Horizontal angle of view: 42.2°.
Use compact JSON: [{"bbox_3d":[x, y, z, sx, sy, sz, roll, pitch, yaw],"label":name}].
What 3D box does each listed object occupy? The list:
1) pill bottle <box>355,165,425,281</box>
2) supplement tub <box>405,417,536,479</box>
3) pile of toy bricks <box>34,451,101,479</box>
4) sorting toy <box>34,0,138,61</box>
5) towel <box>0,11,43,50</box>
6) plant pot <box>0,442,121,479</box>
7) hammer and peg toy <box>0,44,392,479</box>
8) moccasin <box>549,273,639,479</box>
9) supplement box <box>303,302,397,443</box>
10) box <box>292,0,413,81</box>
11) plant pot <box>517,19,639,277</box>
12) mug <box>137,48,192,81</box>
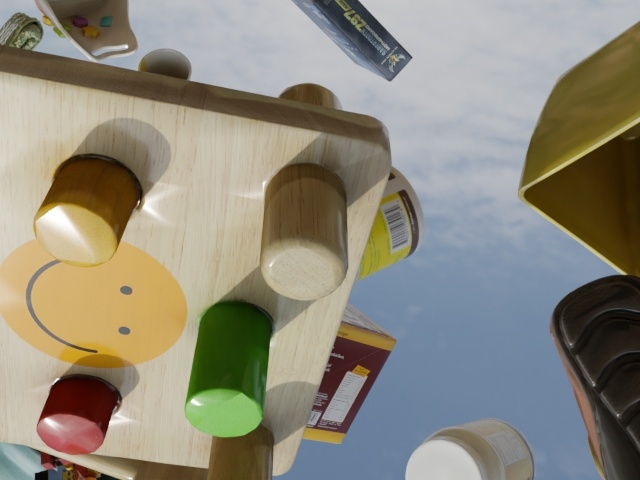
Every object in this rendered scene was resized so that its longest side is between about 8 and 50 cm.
[{"bbox_3d":[0.000,0.000,0.910,0.215,0.117,0.117,-24,-139,-24],"label":"pill bottle"},{"bbox_3d":[0.230,0.351,1.261,0.144,0.144,0.200,27,-169,33],"label":"supplement tub"},{"bbox_3d":[-0.211,0.281,0.833,0.105,0.118,0.212,-17,-128,-1],"label":"pile of toy bricks"},{"bbox_3d":[-0.202,-0.189,0.738,0.083,0.045,0.075,-24,-114,-40],"label":"sorting toy"},{"bbox_3d":[-0.356,-0.183,0.898,0.148,0.027,0.110,-54,-147,-2],"label":"towel"},{"bbox_3d":[-0.436,0.298,1.122,0.196,0.293,0.293,-45,-135,-3],"label":"plant pot"},{"bbox_3d":[-0.133,0.066,0.451,0.266,0.361,0.127,10,-140,-8],"label":"hammer and peg toy"},{"bbox_3d":[0.288,0.212,0.647,0.139,0.147,0.380,-31,-125,11],"label":"moccasin"},{"bbox_3d":[-0.023,0.188,1.284,0.191,0.194,0.129,22,-171,-43],"label":"supplement box"},{"bbox_3d":[0.043,-0.362,1.390,0.183,0.059,0.232,40,-173,-23],"label":"box"},{"bbox_3d":[0.358,-0.114,0.892,0.212,0.212,0.187,32,-134,-25],"label":"plant pot"},{"bbox_3d":[-0.193,-0.188,1.001,0.078,0.064,0.062,-1,-114,-7],"label":"mug"}]
